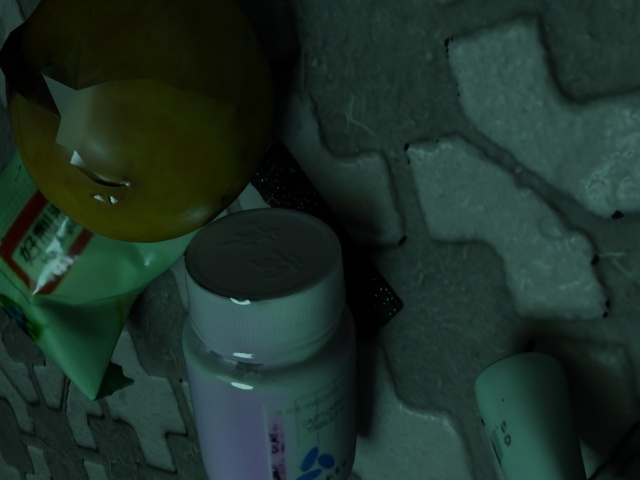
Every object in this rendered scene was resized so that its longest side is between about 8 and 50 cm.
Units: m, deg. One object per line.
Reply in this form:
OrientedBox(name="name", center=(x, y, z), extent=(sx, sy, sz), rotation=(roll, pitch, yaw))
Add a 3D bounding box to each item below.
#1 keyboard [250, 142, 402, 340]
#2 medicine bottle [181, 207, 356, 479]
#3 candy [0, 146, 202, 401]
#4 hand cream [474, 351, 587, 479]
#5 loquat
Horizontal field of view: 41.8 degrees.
OrientedBox(name="keyboard", center=(0.000, 0.000, 0.762), extent=(0.195, 0.018, 0.060), rotation=(53, 136, 14))
OrientedBox(name="medicine bottle", center=(-0.042, 0.109, 0.736), extent=(0.152, 0.152, 0.254), rotation=(30, 136, 35))
OrientedBox(name="candy", center=(-0.256, -0.026, 0.952), extent=(0.263, 0.172, 0.398), rotation=(42, 115, 12))
OrientedBox(name="hand cream", center=(0.157, 0.217, 0.530), extent=(0.109, 0.067, 0.320), rotation=(78, -175, -51))
OrientedBox(name="loquat", center=(-0.150, -0.117, 0.708), extent=(0.235, 0.235, 0.235), rotation=(23, 124, 39))
